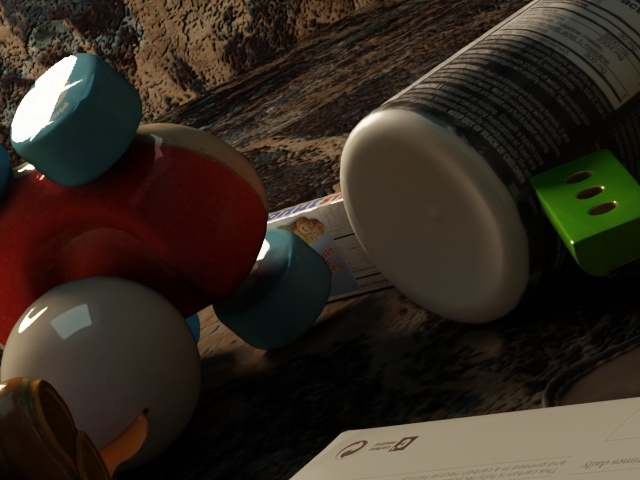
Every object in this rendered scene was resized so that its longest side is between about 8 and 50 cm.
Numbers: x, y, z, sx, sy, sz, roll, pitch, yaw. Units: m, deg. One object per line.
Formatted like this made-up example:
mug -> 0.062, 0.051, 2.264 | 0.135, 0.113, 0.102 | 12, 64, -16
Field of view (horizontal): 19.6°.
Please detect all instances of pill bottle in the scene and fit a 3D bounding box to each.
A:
pill bottle -> 0.135, -0.067, 1.037 | 0.246, 0.130, 0.130 | -36, 14, -36

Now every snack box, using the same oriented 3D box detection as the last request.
snack box -> -0.003, 0.008, 1.191 | 0.178, 0.064, 0.022 | -16, 18, 46

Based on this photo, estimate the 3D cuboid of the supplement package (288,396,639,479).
supplement package -> 0.036, 0.138, 0.317 | 0.194, 0.149, 0.203 | -14, 18, 49

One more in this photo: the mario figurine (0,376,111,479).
mario figurine -> -0.257, 0.170, 0.823 | 0.321, 0.170, 0.198 | -25, 14, 8

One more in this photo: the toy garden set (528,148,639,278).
toy garden set -> 0.233, -0.024, 0.829 | 0.244, 0.049, 0.204 | -21, 18, 2

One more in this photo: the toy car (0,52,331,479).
toy car -> -0.138, 0.060, 1.081 | 0.210, 0.219, 0.238 | -20, 42, 33

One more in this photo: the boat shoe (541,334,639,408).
boat shoe -> 0.226, -0.021, 0.622 | 0.355, 0.130, 0.132 | -27, 11, 5

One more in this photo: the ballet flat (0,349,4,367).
ballet flat -> -0.389, 0.096, 1.418 | 0.483, 0.164, 0.182 | -21, 16, 46
